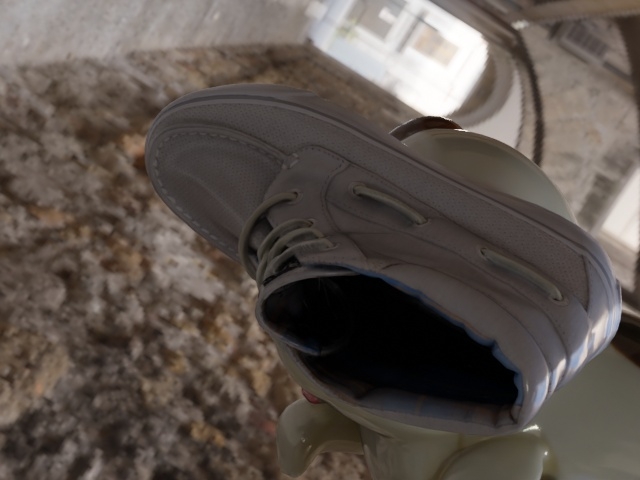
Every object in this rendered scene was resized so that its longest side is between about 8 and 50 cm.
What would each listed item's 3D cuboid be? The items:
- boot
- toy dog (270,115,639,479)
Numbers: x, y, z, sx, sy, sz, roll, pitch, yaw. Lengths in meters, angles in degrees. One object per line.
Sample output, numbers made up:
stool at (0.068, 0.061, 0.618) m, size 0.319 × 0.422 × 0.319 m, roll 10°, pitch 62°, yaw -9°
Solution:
boot at (0.000, 0.000, 0.491) m, size 0.123 × 0.258 × 0.095 m, roll -28°, pitch 134°, yaw -56°
toy dog at (0.140, 0.113, 0.742) m, size 0.395 × 0.408 × 0.285 m, roll -33°, pitch -156°, yaw 21°
